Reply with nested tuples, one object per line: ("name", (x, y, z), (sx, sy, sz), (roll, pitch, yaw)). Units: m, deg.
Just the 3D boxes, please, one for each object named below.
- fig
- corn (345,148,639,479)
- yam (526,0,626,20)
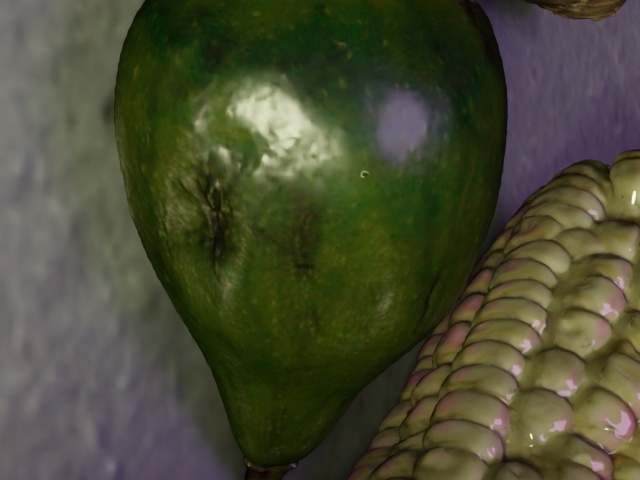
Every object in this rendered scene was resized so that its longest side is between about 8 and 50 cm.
("fig", (0.000, 0.000, 0.505), (0.117, 0.117, 0.177), (-28, 122, -55))
("corn", (0.064, 0.095, 0.586), (0.335, 0.126, 0.127), (-49, 128, -43))
("yam", (0.041, -0.120, 0.604), (0.299, 0.066, 0.066), (2, 86, -58))
